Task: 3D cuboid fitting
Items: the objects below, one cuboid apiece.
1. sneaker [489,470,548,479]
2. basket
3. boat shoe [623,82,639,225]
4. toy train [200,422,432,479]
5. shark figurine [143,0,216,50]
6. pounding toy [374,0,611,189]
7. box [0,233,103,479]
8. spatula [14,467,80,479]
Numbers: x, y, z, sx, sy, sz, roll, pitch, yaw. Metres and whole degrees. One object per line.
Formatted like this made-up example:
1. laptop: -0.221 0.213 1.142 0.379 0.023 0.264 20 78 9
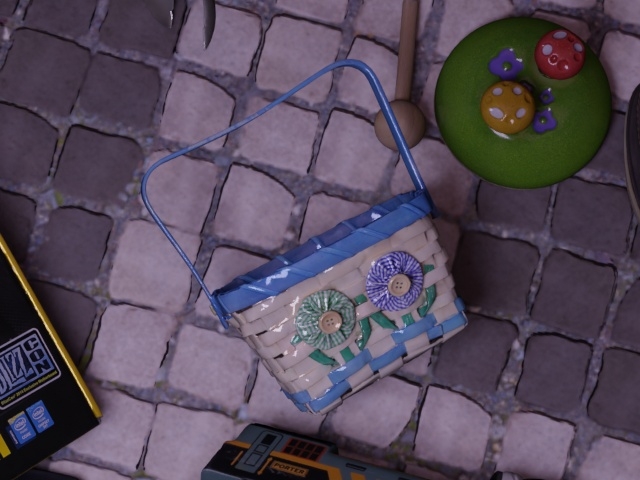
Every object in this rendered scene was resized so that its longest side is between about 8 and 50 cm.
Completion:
1. sneaker: 0.207 0.357 1.884 0.108 0.100 0.271 5 77 -6
2. basket: 0.000 0.000 1.903 0.255 0.201 0.289 -31 90 -7
3. boat shoe: 0.395 -0.007 1.954 0.132 0.130 0.355 -15 78 -5
4. toy train: 0.027 0.276 1.817 0.334 0.142 0.190 12 32 20
5. shark figurine: -0.158 -0.262 1.997 0.166 0.278 0.116 -26 120 -36
6. pounding toy: 0.184 -0.158 1.993 0.237 0.110 0.183 12 77 1
7. box: -0.392 0.137 1.824 0.322 0.079 0.257 -31 96 -39
8. spatula: -0.374 0.216 1.929 0.297 0.030 0.084 12 70 1
